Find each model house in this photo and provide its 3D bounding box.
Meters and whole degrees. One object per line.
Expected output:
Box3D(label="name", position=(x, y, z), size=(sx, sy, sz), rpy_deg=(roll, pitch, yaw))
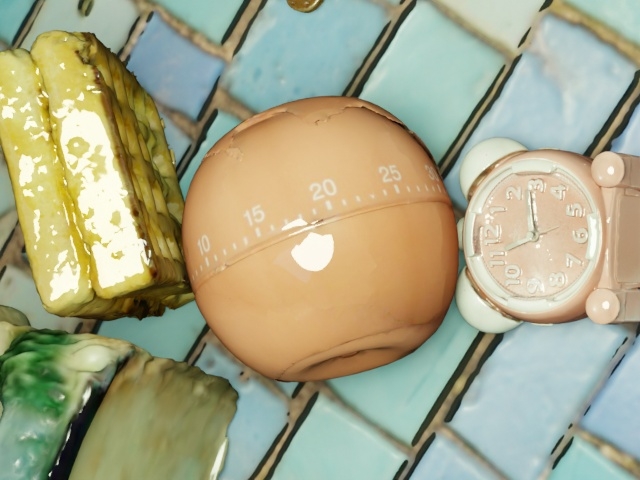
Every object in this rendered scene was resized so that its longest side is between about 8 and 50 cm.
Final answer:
Box3D(label="model house", position=(-0.344, 0.266, 1.450), size=(0.400, 0.395, 0.445), rpy_deg=(14, 86, 24))

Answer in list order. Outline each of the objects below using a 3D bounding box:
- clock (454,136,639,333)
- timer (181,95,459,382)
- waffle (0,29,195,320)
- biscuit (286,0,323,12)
Box3D(label="clock", position=(0.189, -0.003, 1.396), size=(0.162, 0.092, 0.166), rpy_deg=(2, 90, 31))
Box3D(label="timer", position=(0.000, 0.000, 1.390), size=(0.229, 0.229, 0.215), rpy_deg=(-20, 74, 21))
Box3D(label="waffle", position=(-0.180, -0.043, 1.411), size=(0.098, 0.328, 0.224), rpy_deg=(-15, 85, 2))
Box3D(label="biscuit", position=(0.001, -0.293, 1.504), size=(0.124, 0.026, 0.175), rpy_deg=(28, 99, 21))
